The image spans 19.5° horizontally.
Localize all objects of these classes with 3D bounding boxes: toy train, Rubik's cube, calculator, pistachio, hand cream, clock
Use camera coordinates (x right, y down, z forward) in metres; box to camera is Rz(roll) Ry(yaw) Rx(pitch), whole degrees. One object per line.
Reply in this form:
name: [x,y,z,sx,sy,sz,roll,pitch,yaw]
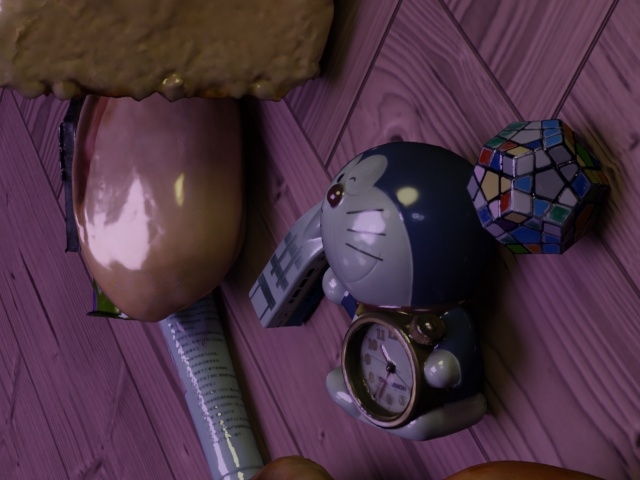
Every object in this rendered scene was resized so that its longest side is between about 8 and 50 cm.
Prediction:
toy train: [0.000,0.000,1.809,0.234,0.051,0.052,-57,49,45]
Rubik's cube: [0.171,-0.042,1.467,0.093,0.111,0.111,163,105,-84]
calculator: [-0.282,-0.101,2.198,0.262,0.021,0.161,-92,2,-67]
pistachio: [-0.171,-0.061,1.971,0.187,0.187,0.299,-26,65,58]
hand cream: [-0.122,0.142,2.006,0.058,0.085,0.331,120,135,-58]
clock: [0.072,0.036,1.595,0.199,0.146,0.243,14,108,54]

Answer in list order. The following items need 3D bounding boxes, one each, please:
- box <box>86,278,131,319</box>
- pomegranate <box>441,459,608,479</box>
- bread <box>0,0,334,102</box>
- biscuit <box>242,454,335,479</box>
box: [-0.215,-0.080,2.133,0.134,0.097,0.346,3,95,63]
pomegranate: [0.154,0.285,1.389,0.270,0.229,0.252,-147,47,-82]
bread: [-0.188,-0.333,1.809,0.390,0.371,0.279,-120,36,-45]
biscuit: [0.007,0.419,1.695,0.446,0.104,0.429,-112,17,-52]
